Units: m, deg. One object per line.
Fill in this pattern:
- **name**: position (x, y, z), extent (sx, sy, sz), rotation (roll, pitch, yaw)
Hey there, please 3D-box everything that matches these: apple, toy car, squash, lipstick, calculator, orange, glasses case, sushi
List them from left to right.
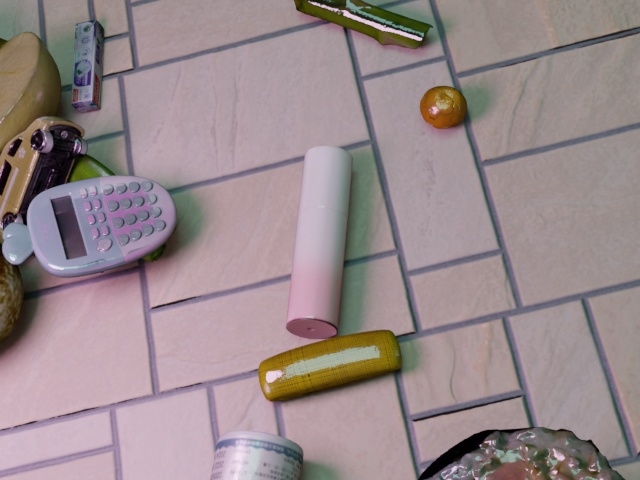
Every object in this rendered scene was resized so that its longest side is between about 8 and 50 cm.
- **apple**: position (-0.628, -0.267, 2.172), extent (0.295, 0.233, 0.257), rotation (15, 80, 7)
- **toy car**: position (-0.514, -0.109, 2.079), extent (0.124, 0.101, 0.256), rotation (31, 105, 33)
- **calculator**: position (-0.392, -0.024, 1.998), extent (0.299, 0.041, 0.185), rotation (-16, 59, -13)
- **squash**: position (-0.370, -0.064, 2.098), extent (0.082, 0.082, 0.292), rotation (-43, 66, -12)
- **lipstick**: position (0.000, 0.000, 1.986), extent (0.087, 0.087, 0.326), rotation (0, 63, 12)
- **glasses case**: position (0.014, 0.199, 1.896), extent (0.234, 0.064, 0.079), rotation (-15, 68, 3)
- **orange**: position (0.216, -0.234, 2.074), extent (0.083, 0.070, 0.083), rotation (1, 58, -1)
- **sushi**: position (0.285, 0.454, 1.605), extent (0.328, 0.285, 0.329), rotation (-33, 40, -12)

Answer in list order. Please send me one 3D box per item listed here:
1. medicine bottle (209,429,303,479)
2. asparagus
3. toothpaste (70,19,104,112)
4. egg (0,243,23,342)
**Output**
- **medicine bottle**: position (-0.109, 0.415, 1.766), extent (0.139, 0.139, 0.236), rotation (4, 63, 14)
- **asparagus**: position (0.079, -0.418, 2.201), extent (0.278, 0.060, 0.067), rotation (25, 115, 17)
- **toothpaste**: position (-0.452, -0.339, 2.281), extent (0.047, 0.040, 0.196), rotation (-9, 61, 12)
- **egg**: position (-0.645, 0.078, 1.974), extent (0.289, 0.238, 0.238), rotation (27, 66, -19)
